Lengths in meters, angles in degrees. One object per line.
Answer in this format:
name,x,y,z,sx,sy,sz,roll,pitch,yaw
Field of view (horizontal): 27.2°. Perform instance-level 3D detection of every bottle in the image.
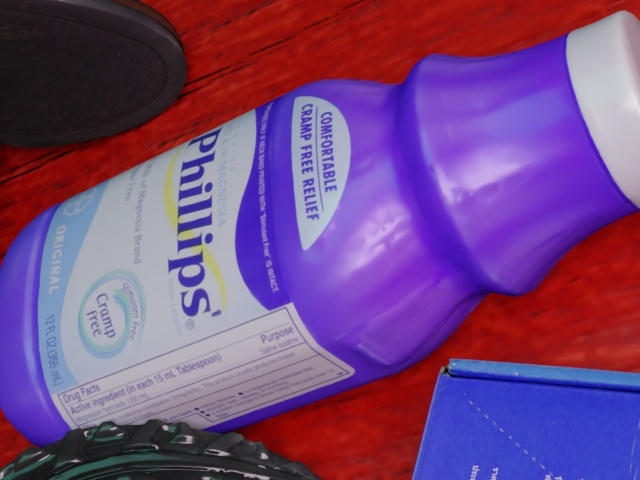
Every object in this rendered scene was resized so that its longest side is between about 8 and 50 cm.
bottle,0.000,0.000,0.509,0.283,0.092,0.118,-22,52,27

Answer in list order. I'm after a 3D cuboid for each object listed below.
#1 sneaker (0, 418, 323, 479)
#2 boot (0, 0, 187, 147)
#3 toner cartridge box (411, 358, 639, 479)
sneaker,-0.113,0.150,0.515,0.271,0.108,0.100,-19,54,8
boot,-0.186,-0.169,0.755,0.264,0.096,0.280,-1,40,9
toner cartridge box,0.075,0.210,0.342,0.165,0.075,0.348,2,67,38
